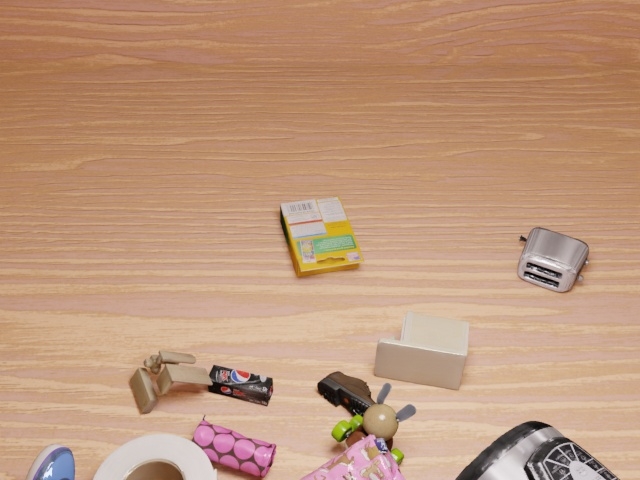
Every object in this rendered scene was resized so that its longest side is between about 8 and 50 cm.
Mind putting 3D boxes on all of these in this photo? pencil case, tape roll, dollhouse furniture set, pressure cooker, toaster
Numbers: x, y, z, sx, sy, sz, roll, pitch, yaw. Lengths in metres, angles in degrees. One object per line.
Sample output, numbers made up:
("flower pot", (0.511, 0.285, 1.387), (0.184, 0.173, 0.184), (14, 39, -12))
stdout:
("pencil case", (-0.001, 0.579, 1.624), (0.386, 0.167, 0.160), (-29, 58, -6))
("tape roll", (-0.375, 0.588, 1.704), (0.285, 0.100, 0.286), (1, 42, -1))
("dollhouse furniture set", (-0.391, 0.369, 1.954), (0.123, 0.151, 0.144), (15, 29, -42))
("pressure cooker", (0.485, 0.624, 1.509), (0.370, 0.375, 0.420), (-46, 54, 0))
("toaster", (0.702, 0.057, 2.300), (0.226, 0.129, 0.146), (21, 48, 18))
("pencil case", (-0.209, 0.502, 1.817), (0.209, 0.098, 0.095), (17, 88, 14))

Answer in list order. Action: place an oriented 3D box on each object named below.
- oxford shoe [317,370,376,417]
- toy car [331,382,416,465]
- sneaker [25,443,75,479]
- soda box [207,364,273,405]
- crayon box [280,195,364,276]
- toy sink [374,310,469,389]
("oxford shoe", (0.107, 0.405, 1.936), (0.227, 0.083, 0.096), (32, 46, 27))
("toy car", (0.147, 0.440, 1.795), (0.155, 0.189, 0.149), (38, 17, 26))
("sneaker", (-0.518, 0.605, 1.577), (0.236, 0.130, 0.323), (-1, 66, 25))
("soda box", (-0.211, 0.379, 1.964), (0.168, 0.060, 0.053), (11, 44, 10))
("crayon box", (0.000, 0.000, 2.368), (0.203, 0.083, 0.323), (-8, 43, -10))
("toy sink", (0.272, 0.289, 2.015), (0.234, 0.153, 0.131), (7, 43, 8))
